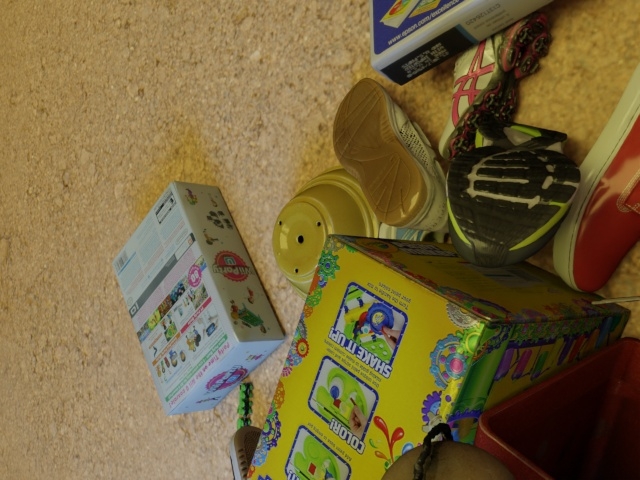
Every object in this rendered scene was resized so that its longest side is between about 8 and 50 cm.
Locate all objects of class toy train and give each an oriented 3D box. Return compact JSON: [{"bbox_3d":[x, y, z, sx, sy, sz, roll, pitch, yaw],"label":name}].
[{"bbox_3d":[-0.120,0.261,1.066,0.023,0.017,0.083,1,88,54],"label":"toy train"}]

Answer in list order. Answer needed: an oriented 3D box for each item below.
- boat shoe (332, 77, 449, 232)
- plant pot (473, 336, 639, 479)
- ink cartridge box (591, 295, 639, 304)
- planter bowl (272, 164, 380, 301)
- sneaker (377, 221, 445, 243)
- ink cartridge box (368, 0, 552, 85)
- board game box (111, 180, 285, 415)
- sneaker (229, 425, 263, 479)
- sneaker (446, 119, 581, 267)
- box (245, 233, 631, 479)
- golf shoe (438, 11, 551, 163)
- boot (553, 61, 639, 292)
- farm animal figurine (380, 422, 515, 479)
[{"bbox_3d":[0.091,-0.100,0.841,0.098,0.096,0.277,-49,36,27],"label":"boat shoe"},{"bbox_3d":[0.271,0.272,0.556,0.267,0.267,0.236,35,124,39],"label":"plant pot"},{"bbox_3d":[0.408,0.053,0.478,0.370,0.175,0.069,-7,83,43],"label":"ink cartridge box"},{"bbox_3d":[0.000,0.000,0.921,0.217,0.090,0.217,-4,84,43],"label":"planter bowl"},{"bbox_3d":[0.113,0.063,0.817,0.081,0.080,0.211,-5,85,44],"label":"sneaker"},{"bbox_3d":[0.183,-0.372,0.773,0.303,0.072,0.308,-23,54,40],"label":"ink cartridge box"},{"bbox_3d":[-0.208,0.092,1.105,0.224,0.097,0.304,-46,57,32],"label":"board game box"},{"bbox_3d":[-0.093,0.421,0.976,0.153,0.099,0.282,-41,64,32],"label":"sneaker"},{"bbox_3d":[0.182,-0.029,0.647,0.111,0.300,0.121,9,113,20],"label":"sneaker"},{"bbox_3d":[0.117,0.159,0.665,0.177,0.289,0.279,29,106,40],"label":"box"},{"bbox_3d":[0.184,-0.176,0.781,0.086,0.067,0.186,40,105,48],"label":"golf shoe"},{"bbox_3d":[0.327,-0.039,0.609,0.176,0.088,0.244,37,109,46],"label":"boot"},{"bbox_3d":[0.076,0.266,0.439,0.330,0.172,0.327,7,108,18],"label":"farm animal figurine"}]
